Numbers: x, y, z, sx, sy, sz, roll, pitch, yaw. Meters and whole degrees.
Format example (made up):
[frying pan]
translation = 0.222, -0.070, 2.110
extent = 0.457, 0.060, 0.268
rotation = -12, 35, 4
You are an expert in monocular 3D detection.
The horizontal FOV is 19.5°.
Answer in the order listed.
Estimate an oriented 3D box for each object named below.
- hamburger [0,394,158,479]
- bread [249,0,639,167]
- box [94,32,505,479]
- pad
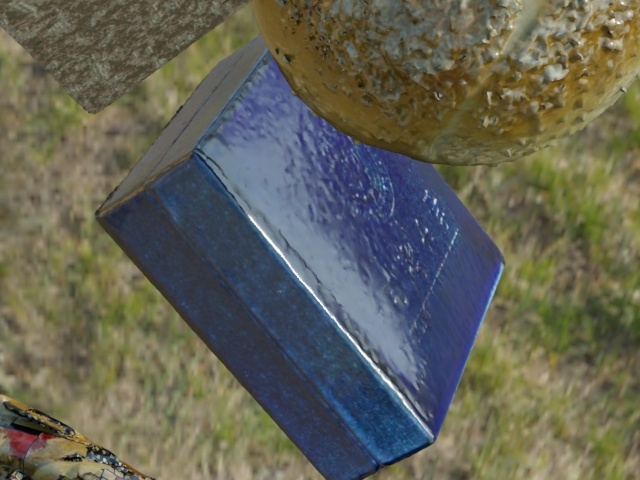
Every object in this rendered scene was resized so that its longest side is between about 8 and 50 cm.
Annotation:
[hamburger]
translation = -0.133, 0.179, 0.965
extent = 0.231, 0.231, 0.107
rotation = 18, 52, 7
[bread]
translation = 0.092, -0.198, 1.156
extent = 0.305, 0.159, 0.305
rotation = 0, 87, -2
[box]
translation = 0.000, 0.000, 1.424
extent = 0.279, 0.116, 0.261
rotation = 51, 31, -15
[pad]
translation = -0.061, -0.167, 1.001
extent = 0.235, 0.158, 0.003
rotation = -36, 63, 3
